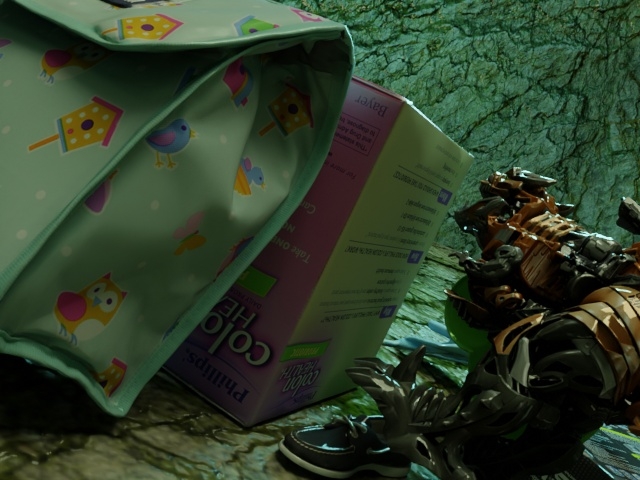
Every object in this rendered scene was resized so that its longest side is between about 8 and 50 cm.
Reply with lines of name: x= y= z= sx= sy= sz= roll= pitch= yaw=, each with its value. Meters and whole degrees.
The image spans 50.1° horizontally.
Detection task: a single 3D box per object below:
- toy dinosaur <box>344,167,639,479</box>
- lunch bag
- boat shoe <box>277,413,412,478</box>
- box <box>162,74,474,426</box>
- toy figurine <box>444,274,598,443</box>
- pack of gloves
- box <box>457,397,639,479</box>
toy dinosaur: x=0.151 y=0.078 z=0.439 sx=0.164 sy=0.218 sz=0.322 roll=48 pitch=14 yaw=-21
lunch bag: x=-0.132 y=-0.068 z=0.421 sx=0.223 sy=0.262 sz=0.160 roll=28 pitch=-15 yaw=34
boat shoe: x=0.026 y=0.139 z=0.475 sx=0.125 sy=0.038 sz=0.046 roll=19 pitch=10 yaw=-38
box: x=0.000 y=0.000 z=0.558 sx=0.117 sy=0.243 sz=0.213 roll=28 pitch=9 yaw=23
toy figurine: x=0.214 y=0.102 z=0.597 sx=0.159 sy=0.130 sz=0.173 roll=14 pitch=22 yaw=-40
pack of gloves: x=0.147 y=0.109 z=0.747 sx=0.232 sy=0.046 sz=0.195 roll=3 pitch=-13 yaw=44
box: x=0.297 y=0.227 z=0.654 sx=0.270 sy=0.060 sz=0.216 roll=22 pitch=8 yaw=-24
